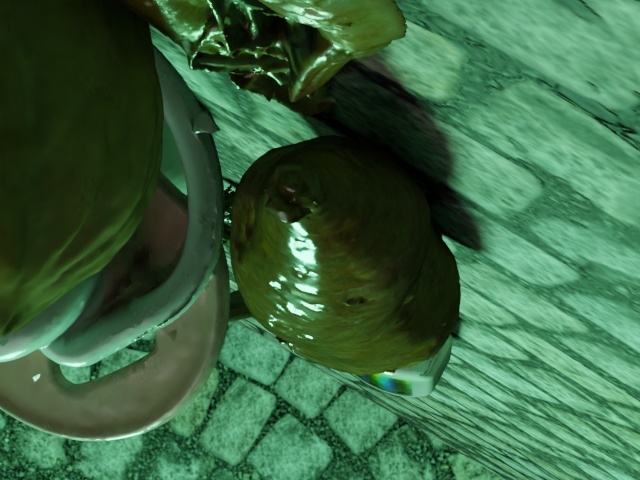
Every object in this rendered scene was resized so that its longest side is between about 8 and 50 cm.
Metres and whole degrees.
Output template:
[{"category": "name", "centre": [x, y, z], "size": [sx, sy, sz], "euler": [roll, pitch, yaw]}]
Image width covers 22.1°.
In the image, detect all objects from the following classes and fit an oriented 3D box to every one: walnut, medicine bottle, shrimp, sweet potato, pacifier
[{"category": "walnut", "centre": [-0.181, -0.075, 0.705], "size": [0.261, 0.225, 0.225], "euler": [64, -177, 17]}, {"category": "medicine bottle", "centre": [0.061, 0.094, 1.503], "size": [0.115, 0.078, 0.219], "euler": [27, 172, 8]}, {"category": "shrimp", "centre": [-0.027, -0.102, 0.656], "size": [0.145, 0.061, 0.267], "euler": [18, 167, 18]}, {"category": "sweet potato", "centre": [0.002, -0.002, 0.942], "size": [0.131, 0.131, 0.337], "euler": [28, 172, 17]}, {"category": "pacifier", "centre": [-0.177, -0.031, 1.054], "size": [0.332, 0.220, 0.273], "euler": [61, 175, -4]}]

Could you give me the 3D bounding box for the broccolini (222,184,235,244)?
[{"category": "broccolini", "centre": [-0.009, 0.005, 1.328], "size": [0.239, 0.054, 0.051], "euler": [19, 153, 44]}]

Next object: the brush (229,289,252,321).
[{"category": "brush", "centre": [-0.009, 0.027, 1.135], "size": [0.070, 0.021, 0.196], "euler": [24, -153, 36]}]
